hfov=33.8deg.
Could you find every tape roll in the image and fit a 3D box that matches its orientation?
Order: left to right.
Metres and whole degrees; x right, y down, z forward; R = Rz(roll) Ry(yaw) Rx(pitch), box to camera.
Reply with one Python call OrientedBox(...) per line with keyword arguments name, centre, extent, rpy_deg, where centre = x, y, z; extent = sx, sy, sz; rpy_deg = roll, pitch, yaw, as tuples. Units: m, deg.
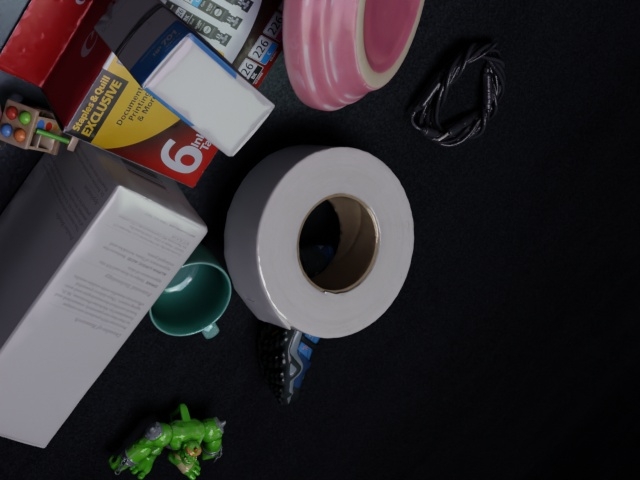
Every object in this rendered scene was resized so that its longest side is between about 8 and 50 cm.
OrientedBox(name="tape roll", centre=(0.000, 0.000, 1.568), extent=(0.286, 0.100, 0.286), rpy_deg=(-6, 101, -35))

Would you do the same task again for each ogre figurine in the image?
OrientedBox(name="ogre figurine", centre=(-0.241, 0.336, 1.742), extent=(0.197, 0.096, 0.118), rpy_deg=(16, 131, -22))

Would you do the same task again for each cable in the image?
OrientedBox(name="cable", centre=(0.231, -0.228, 1.654), extent=(0.151, 0.047, 0.184), rpy_deg=(25, 106, -40))

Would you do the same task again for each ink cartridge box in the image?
OrientedBox(name="ink cartridge box", centre=(-0.205, -0.261, 1.312), extent=(0.272, 0.130, 0.309), rpy_deg=(23, 108, -38))
OrientedBox(name="ink cartridge box", centre=(-0.155, -0.193, 1.173), extent=(0.082, 0.190, 0.140), rpy_deg=(-47, 130, 6))

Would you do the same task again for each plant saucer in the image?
OrientedBox(name="plant saucer", centre=(0.060, -0.323, 1.337), extent=(0.332, 0.084, 0.332), rpy_deg=(16, 90, -70))

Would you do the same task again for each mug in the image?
OrientedBox(name="mug", centre=(-0.211, 0.073, 1.565), extent=(0.130, 0.097, 0.157), rpy_deg=(-5, 124, -29))

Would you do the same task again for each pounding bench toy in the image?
OrientedBox(name="pounding bench toy", centre=(-0.353, -0.138, 1.320), extent=(0.065, 0.083, 0.052), rpy_deg=(7, 102, -64))

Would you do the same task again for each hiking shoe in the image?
OrientedBox(name="hiking shoe", centre=(-0.021, 0.141, 1.716), extent=(0.132, 0.113, 0.304), rpy_deg=(-9, 125, -25))

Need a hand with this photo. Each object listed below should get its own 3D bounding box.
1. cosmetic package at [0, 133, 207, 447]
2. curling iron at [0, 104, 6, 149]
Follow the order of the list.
OrientedBox(name="cosmetic package", centre=(-0.347, 0.054, 1.393), extent=(0.156, 0.217, 0.385), rpy_deg=(27, 107, -40))
OrientedBox(name="curling iron", centre=(-0.425, -0.219, 1.272), extent=(0.068, 0.035, 0.273), rpy_deg=(-12, 127, -24))
